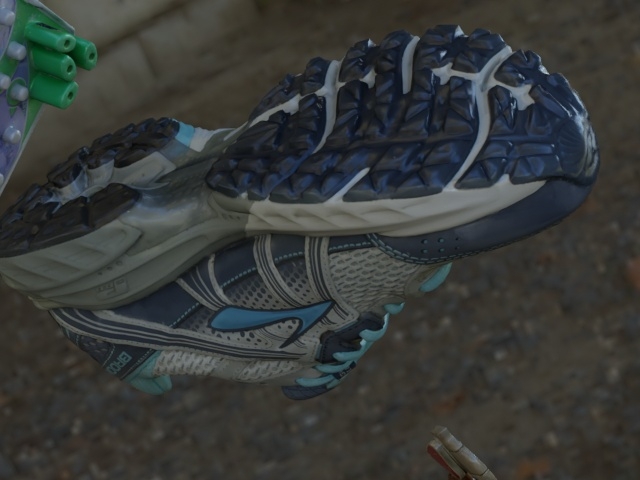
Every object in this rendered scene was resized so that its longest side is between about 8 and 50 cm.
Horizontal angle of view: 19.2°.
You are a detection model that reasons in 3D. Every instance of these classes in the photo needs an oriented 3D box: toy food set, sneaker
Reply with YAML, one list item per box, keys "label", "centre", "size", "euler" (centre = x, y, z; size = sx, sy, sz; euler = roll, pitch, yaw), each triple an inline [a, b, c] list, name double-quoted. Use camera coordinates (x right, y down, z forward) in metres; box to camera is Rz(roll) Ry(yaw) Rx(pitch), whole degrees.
- label: "toy food set"
  centre: [0.110, 0.174, 1.269]
  size: [0.019, 0.122, 0.078]
  euler: [-46, 2, -13]
- label: "sneaker"
  centre: [0.000, 0.000, 0.778]
  size: [0.283, 0.122, 0.110]
  euler: [-10, 35, 38]

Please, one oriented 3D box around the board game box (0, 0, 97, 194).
- label: "board game box"
  centre: [-0.364, -0.065, 1.546]
  size: [0.050, 0.390, 0.390]
  euler: [23, -6, 27]
